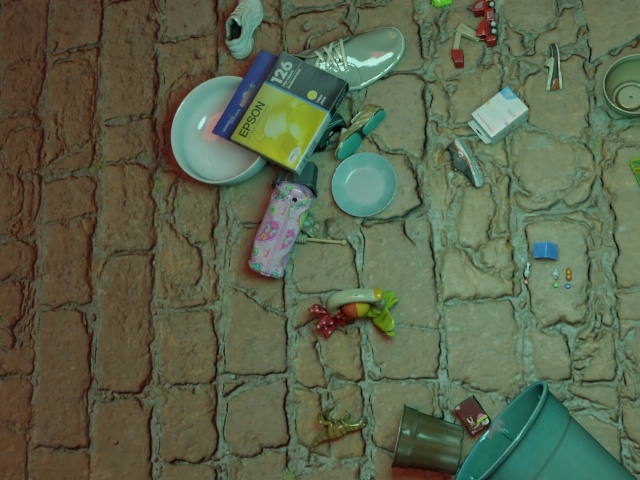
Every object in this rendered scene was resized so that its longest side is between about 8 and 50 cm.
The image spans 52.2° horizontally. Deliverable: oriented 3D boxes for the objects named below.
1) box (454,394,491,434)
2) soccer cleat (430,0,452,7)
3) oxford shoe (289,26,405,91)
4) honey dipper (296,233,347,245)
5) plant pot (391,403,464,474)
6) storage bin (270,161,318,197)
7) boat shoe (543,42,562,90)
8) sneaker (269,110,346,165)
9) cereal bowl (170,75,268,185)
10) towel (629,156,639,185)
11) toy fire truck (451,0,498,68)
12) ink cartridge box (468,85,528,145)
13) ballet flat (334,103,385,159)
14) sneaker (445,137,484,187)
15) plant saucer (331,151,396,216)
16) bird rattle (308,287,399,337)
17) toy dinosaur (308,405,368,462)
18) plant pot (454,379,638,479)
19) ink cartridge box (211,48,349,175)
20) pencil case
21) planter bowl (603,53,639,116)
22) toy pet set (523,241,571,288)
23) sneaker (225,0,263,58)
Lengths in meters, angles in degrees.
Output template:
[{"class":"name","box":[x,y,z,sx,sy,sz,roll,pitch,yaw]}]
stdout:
[{"class":"box","box":[0.402,0.459,1.723,0.062,0.052,0.083,-35,72,6]},{"class":"soccer cleat","box":[0.367,-0.788,1.962,0.072,0.060,0.178,0,86,6]},{"class":"oxford shoe","box":[0.038,-0.532,1.969,0.450,0.130,0.169,-16,75,11]},{"class":"honey dipper","box":[0.000,0.000,1.934,0.161,0.030,0.030,6,82,15]},{"class":"plant pot","box":[0.281,0.527,1.698,0.165,0.167,0.166,12,83,9]},{"class":"storage bin","box":[-0.072,-0.192,1.961,0.135,0.098,0.091,5,71,17]},{"class":"boat shoe","box":[0.649,-0.486,1.830,0.043,0.049,0.137,-5,84,17]},{"class":"sneaker","box":[-0.037,-0.303,1.945,0.267,0.101,0.106,-42,85,-12]},{"class":"cereal bowl","box":[-0.282,-0.323,2.013,0.339,0.141,0.338,-3,79,15]},{"class":"towel","box":[0.885,-0.127,1.667,0.102,0.021,0.237,-16,56,11]},{"class":"toy fire truck","box":[0.447,-0.607,1.907,0.135,0.047,0.192,-5,78,16]},{"class":"ink cartridge box","box":[0.493,-0.339,1.823,0.143,0.090,0.092,-37,72,8]},{"class":"ballet flat","box":[0.105,-0.326,1.944,0.206,0.073,0.067,-44,56,-7]},{"class":"sneaker","box":[0.407,-0.212,1.852,0.065,0.061,0.157,-35,70,35]},{"class":"plant saucer","box":[0.131,-0.162,1.921,0.195,0.037,0.194,-3,80,16]},{"class":"bird rattle","box":[0.090,0.177,1.796,0.254,0.207,0.143,3,62,7]},{"class":"toy dinosaur","box":[0.027,0.527,1.812,0.212,0.064,0.112,-28,75,10]},{"class":"plant pot","box":[0.552,0.568,1.536,0.334,0.341,0.341,39,92,10]},{"class":"ink cartridge box","box":[-0.121,-0.383,1.875,0.307,0.072,0.303,27,83,12]},{"class":"pencil case","box":[-0.115,-0.034,1.885,0.124,0.124,0.284,29,110,19]},{"class":"planter bowl","box":[0.828,-0.394,1.728,0.162,0.109,0.162,-3,79,15]},{"class":"toy pet set","box":[0.604,0.064,1.731,0.122,0.065,0.114,3,81,16]},{"class":"sneaker","box":[-0.249,-0.707,2.087,0.090,0.115,0.232,7,82,17]}]
